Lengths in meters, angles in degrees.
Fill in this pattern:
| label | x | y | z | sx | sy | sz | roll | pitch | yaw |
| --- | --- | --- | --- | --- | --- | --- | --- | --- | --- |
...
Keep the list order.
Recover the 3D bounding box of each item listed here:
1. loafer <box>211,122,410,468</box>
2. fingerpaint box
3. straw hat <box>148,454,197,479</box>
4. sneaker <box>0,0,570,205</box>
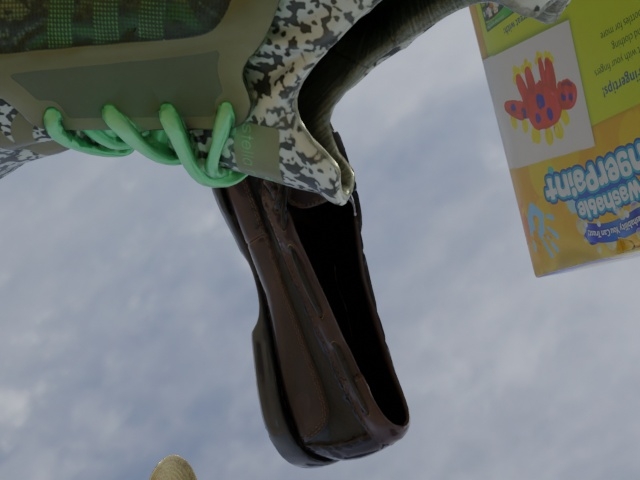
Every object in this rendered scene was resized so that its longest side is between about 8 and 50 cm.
| label | x | y | z | sx | sy | sz | roll | pitch | yaw |
| --- | --- | --- | --- | --- | --- | --- | --- | --- | --- |
| loafer | 0.000 | 0.000 | 0.880 | 0.095 | 0.302 | 0.109 | -16 | 172 | 41 |
| fingerpaint box | 0.320 | -0.182 | 1.179 | 0.163 | 0.371 | 0.445 | -11 | 174 | -19 |
| straw hat | -0.186 | 0.309 | 1.420 | 0.061 | 0.144 | 0.144 | -6 | -139 | 23 |
| sneaker | -0.062 | -0.083 | 0.611 | 0.410 | 0.182 | 0.158 | -30 | 171 | 22 |
